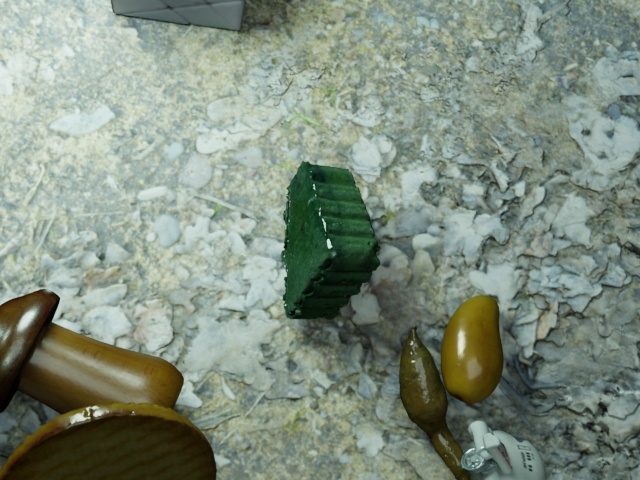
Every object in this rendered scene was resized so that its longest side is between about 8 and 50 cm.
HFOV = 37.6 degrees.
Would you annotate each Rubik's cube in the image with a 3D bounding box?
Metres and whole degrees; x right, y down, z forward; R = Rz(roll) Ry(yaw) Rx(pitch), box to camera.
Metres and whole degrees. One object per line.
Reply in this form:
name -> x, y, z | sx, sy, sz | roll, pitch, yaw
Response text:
Rubik's cube -> -0.216, -0.489, 1.502 | 0.231, 0.221, 0.225 | 6, 78, -7

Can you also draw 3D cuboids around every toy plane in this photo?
toy plane -> 0.298, 0.383, 1.426 | 0.118, 0.252, 0.252 | -28, 85, 8

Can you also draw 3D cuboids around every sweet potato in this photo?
sweet potato -> 0.172, 0.269, 1.506 | 0.074, 0.075, 0.269 | -21, 93, -12

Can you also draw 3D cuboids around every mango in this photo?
mango -> 0.249, 0.173, 1.526 | 0.102, 0.085, 0.184 | 14, 72, -7

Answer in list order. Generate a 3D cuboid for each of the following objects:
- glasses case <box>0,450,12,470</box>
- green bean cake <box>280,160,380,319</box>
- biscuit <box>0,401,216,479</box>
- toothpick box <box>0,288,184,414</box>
glasses case -> -0.527, 0.355, 1.387 | 0.299, 0.060, 0.114 | 18, 83, -5
green bean cake -> 0.000, 0.000, 1.497 | 0.107, 0.193, 0.208 | 0, 55, -27
biscuit -> -0.303, 0.353, 1.333 | 0.318, 0.040, 0.318 | -12, 127, -17
toothpick box -> -0.361, 0.199, 1.383 | 0.294, 0.192, 0.192 | 28, 77, -10
